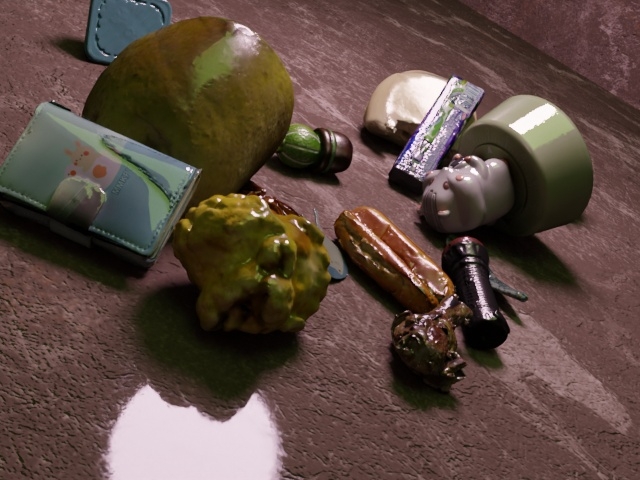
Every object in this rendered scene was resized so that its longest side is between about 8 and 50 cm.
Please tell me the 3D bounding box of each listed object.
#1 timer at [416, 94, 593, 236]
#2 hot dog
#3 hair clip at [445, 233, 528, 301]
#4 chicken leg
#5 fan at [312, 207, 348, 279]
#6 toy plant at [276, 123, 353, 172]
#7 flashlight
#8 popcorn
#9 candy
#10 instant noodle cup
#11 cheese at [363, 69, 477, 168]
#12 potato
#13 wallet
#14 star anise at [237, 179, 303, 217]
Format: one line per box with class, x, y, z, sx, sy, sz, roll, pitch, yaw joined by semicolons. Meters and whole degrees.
timer;0.337;-0.113;1.728;0.315;0.291;0.291;-24;50;-26
hot dog;0.120;0.035;1.446;0.115;0.072;0.269;-2;39;-42
hair clip;0.307;0.057;1.594;0.066;0.036;0.229;8;25;-35
chicken leg;0.167;0.143;1.289;0.125;0.080;0.196;27;30;-3
fan;0.000;0.000;1.440;0.113;0.005;0.175;31;30;-29
toy plant;-0.021;-0.184;1.696;0.162;0.093;0.093;9;31;-26
flashlight;0.262;0.091;1.459;0.092;0.093;0.232;17;34;-14
popcorn;-0.103;0.043;1.181;0.200;0.226;0.203;3;57;34
candy;0.256;-0.235;1.871;0.088;0.061;0.312;32;62;6
instant noodle cup;-0.410;-0.445;1.802;0.179;0.157;0.070;5;10;-32
cheese;0.236;-0.279;1.998;0.265;0.127;0.233;22;54;5
potato;-0.217;-0.195;1.350;0.330;0.213;0.280;20;51;-6
wallet;-0.318;-0.080;1.220;0.250;0.075;0.176;25;68;-1
star anise;-0.103;-0.046;1.430;0.212;0.054;0.157;31;24;5
